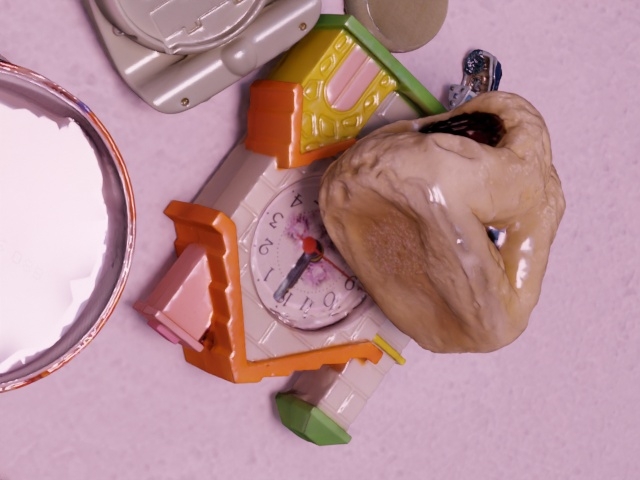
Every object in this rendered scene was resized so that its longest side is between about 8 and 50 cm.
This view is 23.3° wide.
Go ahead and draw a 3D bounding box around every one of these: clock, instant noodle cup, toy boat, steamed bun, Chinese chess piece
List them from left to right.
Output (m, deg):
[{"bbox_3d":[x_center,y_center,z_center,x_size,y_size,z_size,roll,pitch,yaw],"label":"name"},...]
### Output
[{"bbox_3d":[-0.241,-0.014,0.966,0.250,0.192,0.250,-3,97,-28],"label":"instant noodle cup"},{"bbox_3d":[-0.098,-0.196,1.071,0.151,0.062,0.191,-34,123,-8],"label":"clock"},{"bbox_3d":[0.000,0.000,1.148,0.220,0.106,0.255,41,77,-26],"label":"clock"},{"bbox_3d":[0.059,-0.187,1.201,0.084,0.034,0.084,-2,95,-29],"label":"Chinese chess piece"},{"bbox_3d":[0.102,-0.028,1.076,0.155,0.140,0.172,-43,119,-28],"label":"steamed bun"},{"bbox_3d":[0.118,-0.113,1.239,0.038,0.038,0.083,21,86,-29],"label":"toy boat"}]

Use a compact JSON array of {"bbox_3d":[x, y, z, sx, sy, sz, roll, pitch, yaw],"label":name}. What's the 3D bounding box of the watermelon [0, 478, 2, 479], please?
[{"bbox_3d":[-0.319,0.162,1.026,0.245,0.063,0.119,26,71,-23],"label":"watermelon"}]
